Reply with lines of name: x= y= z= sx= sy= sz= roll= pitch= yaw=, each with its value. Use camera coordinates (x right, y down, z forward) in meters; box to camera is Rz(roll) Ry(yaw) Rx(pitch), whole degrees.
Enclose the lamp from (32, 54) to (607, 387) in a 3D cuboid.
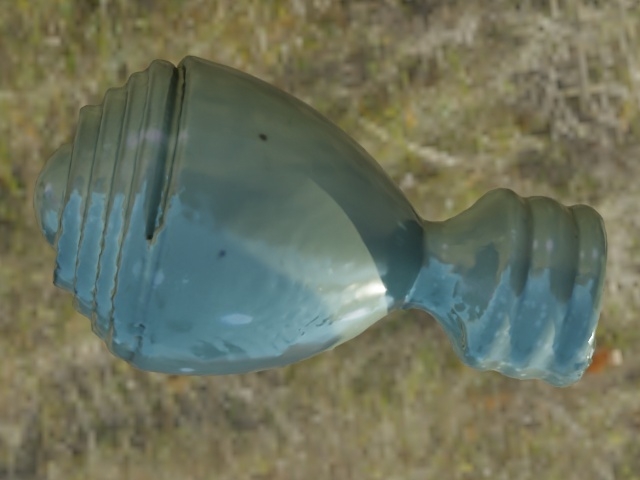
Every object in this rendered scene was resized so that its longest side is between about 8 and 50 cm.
lamp: x=0.000 y=0.000 z=0.652 sx=0.193 sy=0.106 sz=0.106 roll=10 pitch=152 yaw=-11
